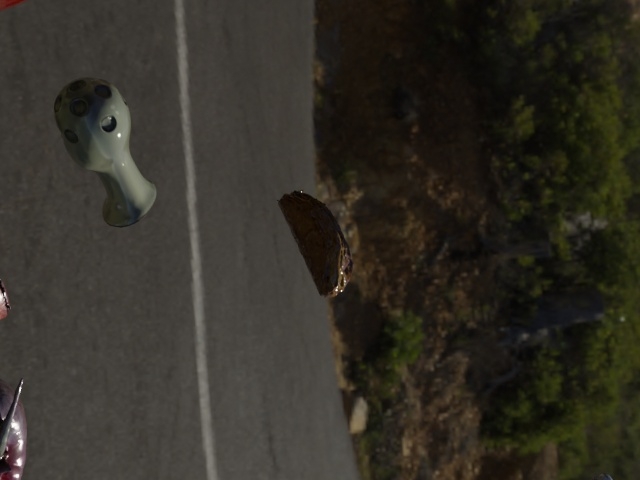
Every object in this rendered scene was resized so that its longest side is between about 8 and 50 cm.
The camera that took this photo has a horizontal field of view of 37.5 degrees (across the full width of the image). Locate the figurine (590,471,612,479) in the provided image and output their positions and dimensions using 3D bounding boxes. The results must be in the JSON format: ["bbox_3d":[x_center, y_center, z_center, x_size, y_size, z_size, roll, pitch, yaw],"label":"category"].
[{"bbox_3d":[0.152,0.258,0.682,0.160,0.226,0.183,61,-24,13],"label":"figurine"}]

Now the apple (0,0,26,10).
[{"bbox_3d":[-0.225,-0.314,0.602,0.295,0.365,0.328,25,36,-36],"label":"apple"}]

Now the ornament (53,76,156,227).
[{"bbox_3d":[-0.221,-0.093,0.957,0.156,0.081,0.074,74,25,-44],"label":"ornament"}]

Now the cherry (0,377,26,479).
[{"bbox_3d":[-0.446,0.252,1.098,0.183,0.266,0.213,44,46,-49],"label":"cherry"}]

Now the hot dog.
[{"bbox_3d":[0.000,0.000,0.686,0.058,0.035,0.083,57,8,-79],"label":"hot dog"}]

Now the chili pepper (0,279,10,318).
[{"bbox_3d":[-0.399,0.067,0.897,0.192,0.084,0.086,-19,108,-31],"label":"chili pepper"}]
